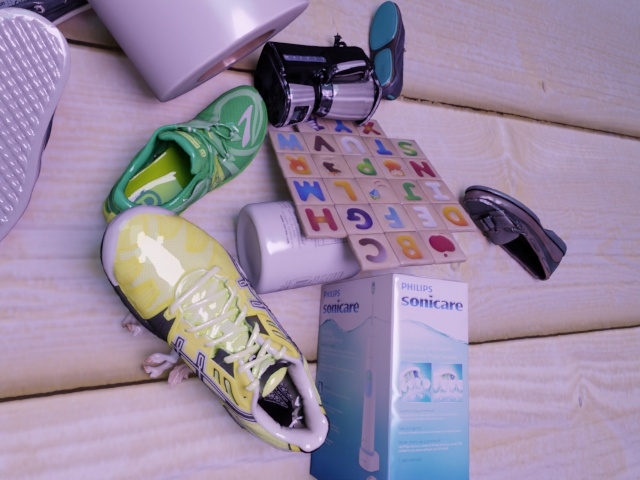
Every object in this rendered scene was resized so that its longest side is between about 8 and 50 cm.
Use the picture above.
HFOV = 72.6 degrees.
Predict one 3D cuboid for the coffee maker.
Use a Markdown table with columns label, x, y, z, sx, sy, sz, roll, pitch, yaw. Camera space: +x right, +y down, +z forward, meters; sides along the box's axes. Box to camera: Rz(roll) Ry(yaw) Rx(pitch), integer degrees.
| label | x | y | z | sx | sy | sz | roll | pitch | yaw |
| --- | --- | --- | --- | --- | --- | --- | --- | --- | --- |
| coffee maker | -0.015 | -0.264 | 0.720 | 0.178 | 0.120 | 0.171 | -9 | 45 | -28 |

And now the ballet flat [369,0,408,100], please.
| label | x | y | z | sx | sy | sz | roll | pitch | yaw |
| --- | --- | --- | --- | --- | --- | --- | --- | --- | --- |
| ballet flat | 0.132 | -0.353 | 0.826 | 0.074 | 0.074 | 0.203 | 12 | 70 | -22 |

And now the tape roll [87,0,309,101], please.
| label | x | y | z | sx | sy | sz | roll | pitch | yaw |
| --- | --- | --- | --- | --- | --- | --- | --- | --- | --- |
| tape roll | -0.159 | -0.318 | 0.569 | 0.246 | 0.246 | 0.169 | -44 | 112 | -24 |

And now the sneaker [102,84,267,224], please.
| label | x | y | z | sx | sy | sz | roll | pitch | yaw |
| --- | --- | --- | --- | --- | --- | --- | --- | --- | --- |
| sneaker | -0.169 | -0.117 | 0.610 | 0.109 | 0.123 | 0.295 | 43 | 66 | -11 |

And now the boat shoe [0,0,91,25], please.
| label | x | y | z | sx | sy | sz | roll | pitch | yaw |
| --- | --- | --- | --- | --- | --- | --- | --- | --- | --- |
| boat shoe | -0.348 | -0.374 | 0.558 | 0.340 | 0.113 | 0.127 | -46 | 106 | -16 |

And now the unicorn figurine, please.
| label | x | y | z | sx | sy | sz | roll | pitch | yaw |
| --- | --- | --- | --- | --- | --- | --- | --- | --- | --- |
| unicorn figurine | -0.204 | 0.109 | 0.596 | 0.111 | 0.060 | 0.161 | -26 | 106 | -35 |

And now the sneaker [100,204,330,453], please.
| label | x | y | z | sx | sy | sz | roll | pitch | yaw |
| --- | --- | --- | --- | --- | --- | --- | --- | --- | --- |
| sneaker | -0.105 | 0.112 | 0.542 | 0.145 | 0.147 | 0.384 | -47 | 116 | -27 |

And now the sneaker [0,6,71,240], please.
| label | x | y | z | sx | sy | sz | roll | pitch | yaw |
| --- | --- | --- | --- | --- | --- | --- | --- | --- | --- |
| sneaker | -0.398 | -0.116 | 0.516 | 0.126 | 0.127 | 0.321 | 29 | 94 | -42 |

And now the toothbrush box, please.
| label | x | y | z | sx | sy | sz | roll | pitch | yaw |
| --- | --- | --- | --- | --- | --- | --- | --- | --- | --- |
| toothbrush box | 0.090 | 0.204 | 0.619 | 0.126 | 0.216 | 0.295 | 8 | 76 | -24 |

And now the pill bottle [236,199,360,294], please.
| label | x | y | z | sx | sy | sz | roll | pitch | yaw |
| --- | --- | --- | --- | --- | --- | --- | --- | --- | --- |
| pill bottle | 0.000 | 0.000 | 0.661 | 0.229 | 0.131 | 0.131 | -7 | 84 | -26 |

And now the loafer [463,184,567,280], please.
| label | x | y | z | sx | sy | sz | roll | pitch | yaw |
| --- | --- | --- | --- | --- | --- | --- | --- | --- | --- |
| loafer | 0.384 | -0.011 | 0.862 | 0.268 | 0.096 | 0.084 | 31 | 76 | -19 |

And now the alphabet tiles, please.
| label | x | y | z | sx | sy | sz | roll | pitch | yaw |
| --- | --- | --- | --- | --- | --- | --- | --- | --- | --- |
| alphabet tiles | 0.078 | -0.094 | 0.680 | 0.285 | 0.011 | 0.342 | -2 | 49 | -25 |
